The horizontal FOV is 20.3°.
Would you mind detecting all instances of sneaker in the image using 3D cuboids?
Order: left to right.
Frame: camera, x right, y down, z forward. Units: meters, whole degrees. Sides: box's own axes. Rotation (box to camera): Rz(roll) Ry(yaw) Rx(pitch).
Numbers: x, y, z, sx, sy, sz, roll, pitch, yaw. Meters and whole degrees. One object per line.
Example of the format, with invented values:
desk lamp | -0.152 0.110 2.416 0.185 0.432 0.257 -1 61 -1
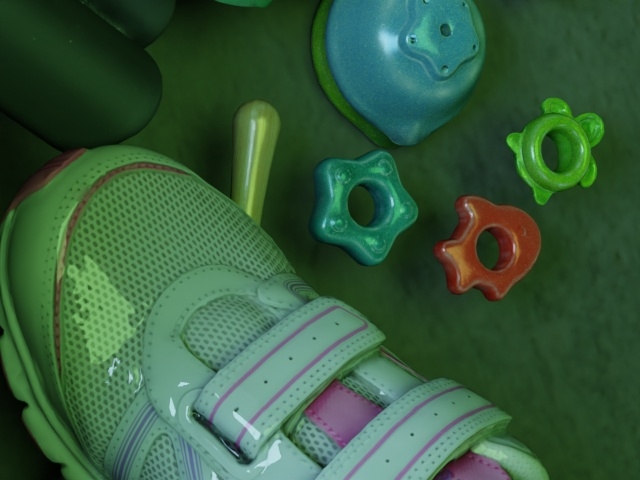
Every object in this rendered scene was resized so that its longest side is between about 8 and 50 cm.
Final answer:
sneaker | 0.007 0.067 0.542 0.252 0.111 0.103 49 56 -11

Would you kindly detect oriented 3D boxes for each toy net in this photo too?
toy net | 0.000 0.000 0.645 0.232 0.045 0.122 -46 106 -23

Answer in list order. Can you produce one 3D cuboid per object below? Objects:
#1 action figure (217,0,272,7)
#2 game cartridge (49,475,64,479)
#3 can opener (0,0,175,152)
action figure | -0.084 -0.137 0.606 0.232 0.063 0.137 20 73 -20
game cartridge | -0.082 0.278 0.556 0.230 0.068 0.355 35 69 -15
can opener | -0.168 -0.111 0.502 0.283 0.095 0.076 36 44 -38
